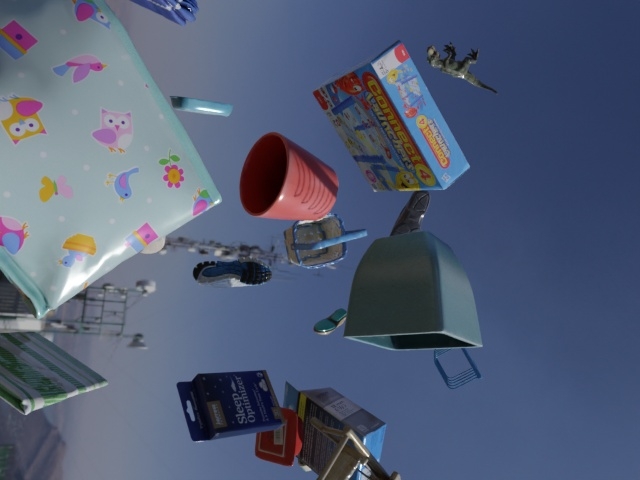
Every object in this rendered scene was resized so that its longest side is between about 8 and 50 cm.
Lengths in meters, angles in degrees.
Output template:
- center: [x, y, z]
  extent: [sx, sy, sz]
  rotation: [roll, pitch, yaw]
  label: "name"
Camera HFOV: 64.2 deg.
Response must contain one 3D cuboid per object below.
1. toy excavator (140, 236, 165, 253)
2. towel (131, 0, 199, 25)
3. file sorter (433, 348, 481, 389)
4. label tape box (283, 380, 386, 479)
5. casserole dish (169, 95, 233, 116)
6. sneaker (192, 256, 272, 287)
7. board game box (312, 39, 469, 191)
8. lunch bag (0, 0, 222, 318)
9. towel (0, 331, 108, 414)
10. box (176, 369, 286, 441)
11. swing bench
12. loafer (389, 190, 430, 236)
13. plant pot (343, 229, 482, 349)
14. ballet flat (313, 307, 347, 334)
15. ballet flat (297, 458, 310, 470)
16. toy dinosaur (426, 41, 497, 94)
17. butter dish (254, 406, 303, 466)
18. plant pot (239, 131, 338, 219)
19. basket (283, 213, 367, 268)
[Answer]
- center: [-0.815, -0.028, 1.722]
  extent: [0.445, 0.433, 0.222]
  rotation: [-26, -134, 24]
  label: "toy excavator"
- center: [-0.285, -0.347, 0.493]
  extent: [0.040, 0.243, 0.336]
  rotation: [-60, 161, 0]
  label: "towel"
- center: [0.419, 0.380, 1.587]
  extent: [0.118, 0.104, 0.170]
  rotation: [61, 8, 9]
  label: "file sorter"
- center: [0.028, 0.612, 1.616]
  extent: [0.347, 0.115, 0.249]
  rotation: [23, -66, 43]
  label: "label tape box"
- center: [-0.337, -0.380, 1.451]
  extent: [0.114, 0.188, 0.037]
  rotation: [19, -75, 48]
  label: "casserole dish"
- center: [-0.217, 0.085, 1.264]
  extent: [0.083, 0.190, 0.071]
  rotation: [117, -27, -66]
  label: "sneaker"
- center: [0.149, -0.260, 1.167]
  extent: [0.308, 0.086, 0.302]
  rotation: [55, -16, -17]
  label: "board game box"
- center: [-0.263, -0.099, 0.493]
  extent: [0.160, 0.223, 0.262]
  rotation: [15, -43, 53]
  label: "lunch bag"
- center: [-0.644, 0.280, 1.131]
  extent: [0.038, 0.247, 0.325]
  rotation: [-58, 175, -6]
  label: "towel"
- center: [-0.188, 0.349, 1.095]
  extent: [0.036, 0.225, 0.136]
  rotation: [-48, -127, 29]
  label: "box"
- center: [0.032, 0.575, 1.117]
  extent: [0.253, 0.255, 0.165]
  rotation: [-51, -161, -27]
  label: "swing bench"
- center: [0.377, -0.082, 2.173]
  extent: [0.095, 0.109, 0.303]
  rotation: [-74, -171, -76]
  label: "loafer"
- center: [0.223, 0.119, 1.223]
  extent: [0.247, 0.247, 0.252]
  rotation: [-10, -112, 35]
  label: "plant pot"
- center: [0.040, 0.347, 2.082]
  extent: [0.073, 0.206, 0.067]
  rotation: [34, -55, 27]
  label: "ballet flat"
- center: [-0.052, 0.725, 1.908]
  extent: [0.086, 0.086, 0.249]
  rotation: [130, -34, -52]
  label: "ballet flat"
- center: [0.421, -0.530, 1.532]
  extent: [0.064, 0.268, 0.118]
  rotation: [-35, -140, 61]
  label: "toy dinosaur"
- center: [-0.108, 0.587, 1.555]
  extent: [0.159, 0.118, 0.160]
  rotation: [-4, -104, 38]
  label: "butter dish"
- center: [-0.093, -0.183, 1.663]
  extent: [0.275, 0.243, 0.275]
  rotation: [-19, -115, 45]
  label: "plant pot"
- center: [0.000, 0.000, 1.929]
  extent: [0.289, 0.254, 0.201]
  rotation: [2, -78, 55]
  label: "basket"
